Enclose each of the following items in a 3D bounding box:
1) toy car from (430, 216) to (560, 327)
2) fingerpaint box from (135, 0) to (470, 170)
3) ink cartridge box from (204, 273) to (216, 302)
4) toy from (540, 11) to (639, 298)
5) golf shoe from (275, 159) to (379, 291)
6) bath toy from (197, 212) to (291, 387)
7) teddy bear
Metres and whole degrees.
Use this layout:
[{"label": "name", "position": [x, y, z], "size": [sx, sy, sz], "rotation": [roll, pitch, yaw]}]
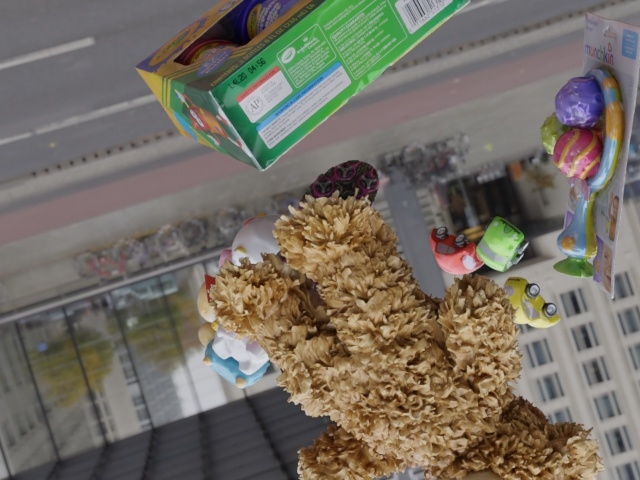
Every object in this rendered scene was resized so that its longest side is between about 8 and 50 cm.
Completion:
[{"label": "toy car", "position": [0.250, 0.035, 1.462], "size": [0.053, 0.239, 0.225], "rotation": [-48, 162, -15]}, {"label": "fingerpaint box", "position": [-0.044, -0.342, 1.664], "size": [0.445, 0.163, 0.371], "rotation": [-40, -152, -12]}, {"label": "ink cartridge box", "position": [-0.070, 0.062, 1.115], "size": [0.115, 0.029, 0.063], "rotation": [20, -154, -23]}, {"label": "toy", "position": [0.233, -0.080, 0.911], "size": [0.056, 0.237, 0.137], "rotation": [-4, -161, -5]}, {"label": "golf shoe", "position": [0.000, 0.000, 1.032], "size": [0.186, 0.067, 0.086], "rotation": [-57, 167, -16]}, {"label": "bath toy", "position": [-0.094, 0.069, 1.420], "size": [0.129, 0.151, 0.348], "rotation": [-47, 170, -35]}, {"label": "teddy bear", "position": [0.060, 0.115, 0.784], "size": [0.245, 0.338, 0.113], "rotation": [-24, -166, 18]}]
